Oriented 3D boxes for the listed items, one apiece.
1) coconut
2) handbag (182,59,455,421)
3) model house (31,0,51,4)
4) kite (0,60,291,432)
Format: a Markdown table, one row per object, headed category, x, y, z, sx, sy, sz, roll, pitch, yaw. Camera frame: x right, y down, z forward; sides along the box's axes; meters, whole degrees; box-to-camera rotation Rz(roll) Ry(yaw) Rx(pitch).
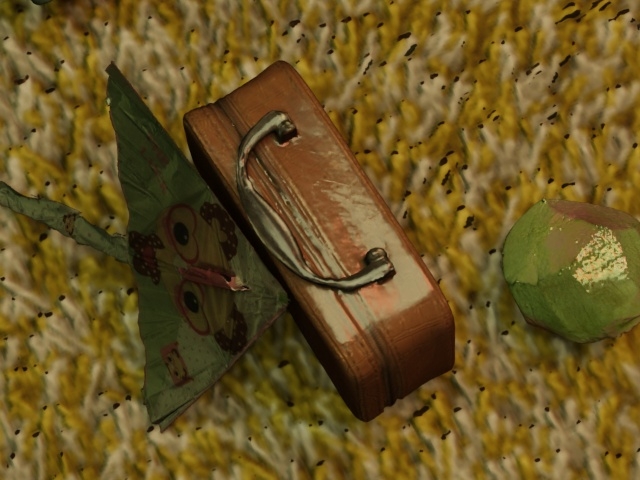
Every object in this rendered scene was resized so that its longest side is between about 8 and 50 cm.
| category | x | y | z | sx | sy | sz | roll | pitch | yaw |
| --- | --- | --- | --- | --- | --- | --- | --- | --- | --- |
| coconut | 0.150 | 0.019 | 0.974 | 0.083 | 0.081 | 0.082 | -43 | 37 | -9 |
| handbag | 0.000 | 0.000 | 0.952 | 0.072 | 0.151 | 0.193 | -30 | 79 | -6 |
| model house | -0.113 | -0.332 | 1.018 | 0.281 | 0.230 | 0.248 | -22 | 53 | -2 |
| kite | -0.109 | 0.008 | 0.972 | 0.250 | 0.012 | 0.229 | 19 | 121 | 40 |
